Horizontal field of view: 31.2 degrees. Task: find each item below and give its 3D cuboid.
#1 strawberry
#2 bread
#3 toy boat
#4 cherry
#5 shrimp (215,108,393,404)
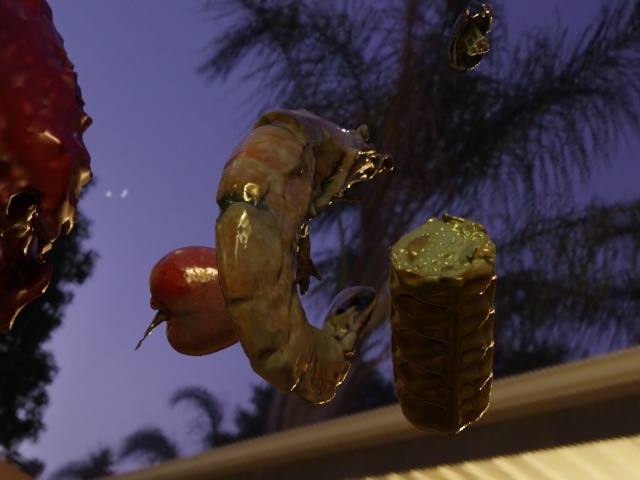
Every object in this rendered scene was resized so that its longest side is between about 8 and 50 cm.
[{"bbox_3d":[-0.255,-0.063,0.628,0.274,0.220,0.274,1,-63,1],"label":"strawberry"},{"bbox_3d":[0.120,0.095,1.123,0.087,0.098,0.269,42,-28,38],"label":"bread"},{"bbox_3d":[0.135,-0.179,1.014,0.038,0.038,0.083,23,-31,9],"label":"toy boat"},{"bbox_3d":[-0.107,0.060,1.101,0.126,0.106,0.087,7,12,-6],"label":"cherry"},{"bbox_3d":[0.000,0.000,0.986,0.085,0.360,0.247,-6,-72,22],"label":"shrimp"}]
